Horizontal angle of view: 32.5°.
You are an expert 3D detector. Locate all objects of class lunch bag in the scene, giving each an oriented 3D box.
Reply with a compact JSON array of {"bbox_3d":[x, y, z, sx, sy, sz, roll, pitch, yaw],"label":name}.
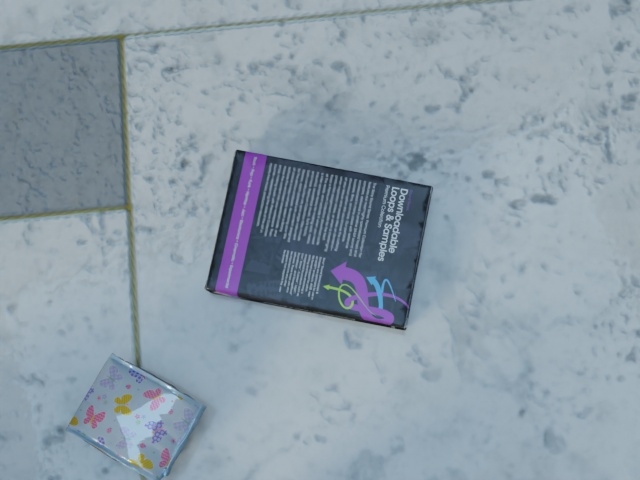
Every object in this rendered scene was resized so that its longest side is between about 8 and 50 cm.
[{"bbox_3d":[-0.138,0.138,0.839,0.083,0.053,0.071,25,79,17],"label":"lunch bag"}]

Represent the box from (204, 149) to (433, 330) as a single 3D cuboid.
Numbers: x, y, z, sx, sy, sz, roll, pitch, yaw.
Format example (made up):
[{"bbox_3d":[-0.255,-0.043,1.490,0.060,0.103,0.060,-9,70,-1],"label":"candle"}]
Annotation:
[{"bbox_3d":[0.000,0.000,0.870,0.162,0.029,0.116,11,81,7],"label":"box"}]
